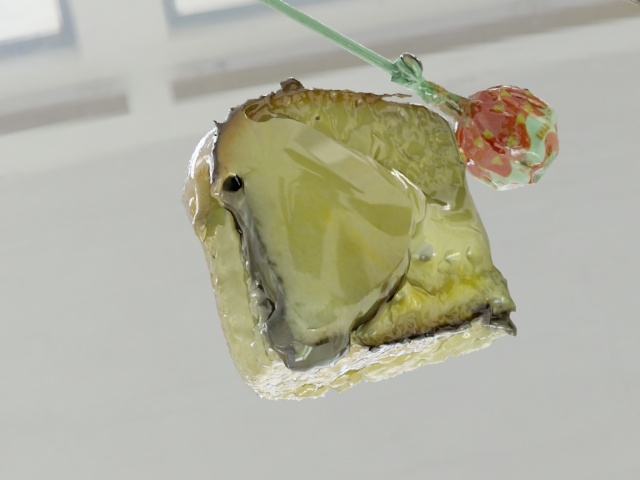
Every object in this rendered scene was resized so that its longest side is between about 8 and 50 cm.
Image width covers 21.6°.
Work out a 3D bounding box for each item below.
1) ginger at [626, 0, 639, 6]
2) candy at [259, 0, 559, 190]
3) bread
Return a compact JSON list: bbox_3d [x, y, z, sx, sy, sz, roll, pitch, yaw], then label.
[{"bbox_3d":[0.257,-0.226,1.038,0.107,0.133,0.309,-20,173,-33],"label":"ginger"},{"bbox_3d":[0.068,-0.132,1.333,0.287,0.078,0.084,29,-133,-15],"label":"candy"},{"bbox_3d":[0.000,0.000,1.144,0.162,0.204,0.262,-23,164,38],"label":"bread"}]
